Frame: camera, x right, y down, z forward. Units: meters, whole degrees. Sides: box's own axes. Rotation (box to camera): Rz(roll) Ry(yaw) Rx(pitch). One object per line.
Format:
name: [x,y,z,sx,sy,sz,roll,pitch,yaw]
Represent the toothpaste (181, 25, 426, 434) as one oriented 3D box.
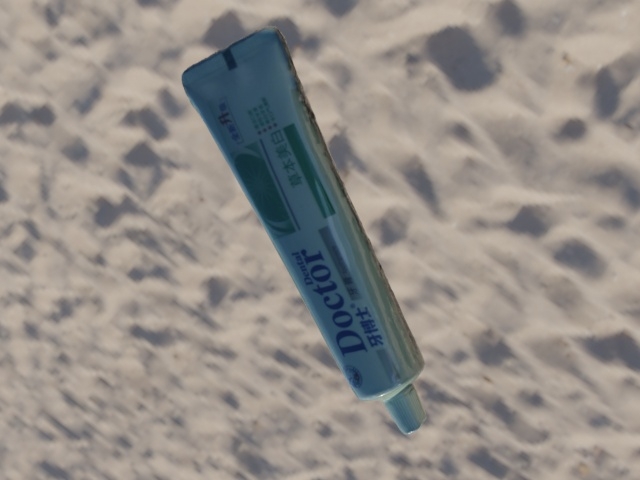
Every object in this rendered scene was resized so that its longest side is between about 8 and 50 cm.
toothpaste: [0.000,0.000,0.689,0.064,0.041,0.218,-23,97,29]
